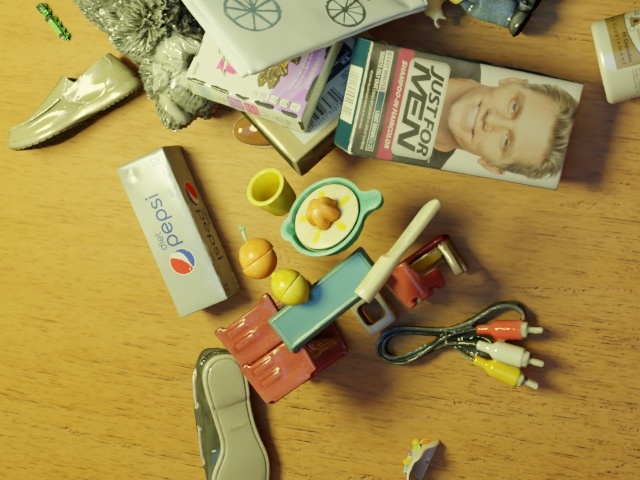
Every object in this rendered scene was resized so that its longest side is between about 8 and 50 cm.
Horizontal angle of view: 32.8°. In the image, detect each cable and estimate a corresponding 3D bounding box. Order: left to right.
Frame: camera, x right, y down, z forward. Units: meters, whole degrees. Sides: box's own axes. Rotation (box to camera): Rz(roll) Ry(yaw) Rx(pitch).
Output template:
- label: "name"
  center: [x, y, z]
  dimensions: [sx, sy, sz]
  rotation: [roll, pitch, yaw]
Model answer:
- label: "cable"
  center: [0.232, 0.162, 1.816]
  dimensions: [0.287, 0.072, 0.139]
  rotation: [6, 94, 14]

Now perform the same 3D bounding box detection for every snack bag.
- label: "snack bag"
  center: [-0.055, -0.410, 1.676]
  dimensions: [0.323, 0.343, 0.037]
  rotation: [52, 152, 24]

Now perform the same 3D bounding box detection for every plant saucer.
- label: "plant saucer"
  center: [0.008, 0.093, 1.693]
  dimensions: [0.192, 0.018, 0.067]
  rotation: [-39, 83, 9]

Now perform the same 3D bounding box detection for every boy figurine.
- label: "boy figurine"
  center: [0.210, -0.426, 1.721]
  dimensions: [0.285, 0.092, 0.177]
  rotation: [31, 104, 9]

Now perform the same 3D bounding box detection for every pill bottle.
- label: "pill bottle"
  center: [0.534, -0.295, 1.636]
  dimensions: [0.229, 0.131, 0.131]
  rotation: [-13, 95, 16]

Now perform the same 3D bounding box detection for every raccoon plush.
- label: "raccoon plush"
  center: [-0.330, -0.356, 1.860]
  dimensions: [0.446, 0.216, 0.299]
  rotation: [15, 116, 36]

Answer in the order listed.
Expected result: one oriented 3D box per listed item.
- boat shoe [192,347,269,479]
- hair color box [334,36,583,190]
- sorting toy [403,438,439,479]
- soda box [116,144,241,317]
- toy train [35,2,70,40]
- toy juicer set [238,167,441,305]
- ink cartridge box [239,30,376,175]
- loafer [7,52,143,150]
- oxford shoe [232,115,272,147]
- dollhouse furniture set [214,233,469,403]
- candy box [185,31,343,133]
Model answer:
- label: "boat shoe"
  center: [-0.164, 0.350, 1.949]
  dimensions: [0.112, 0.095, 0.335]
  rotation: [-10, 102, -20]
- label: "hair color box"
  center: [0.211, -0.195, 1.675]
  dimensions: [0.347, 0.105, 0.173]
  rotation: [8, 102, -15]
- label: "sorting toy"
  center: [0.164, 0.381, 1.865]
  dimensions: [0.045, 0.075, 0.083]
  rotation: [24, 103, 10]
- label: "soda box"
  center: [-0.246, -0.018, 1.901]
  dimensions: [0.098, 0.091, 0.286]
  rotation: [-23, 93, 15]
- label: "toy train"
  center: [-0.477, -0.389, 1.938]
  dimensions: [0.017, 0.024, 0.083]
  rotation: [-38, 87, 17]
- label: "toy juicer set"
  center: [0.000, 0.000, 1.662]
  dimensions: [0.329, 0.089, 0.209]
  rotation: [9, 70, 34]
- label: "ink cartridge box"
  center: [-0.011, -0.254, 1.755]
  dimensions: [0.235, 0.088, 0.193]
  rotation: [-43, 77, -3]
- label: "loafer"
  center: [-0.441, -0.242, 1.918]
  dimensions: [0.269, 0.102, 0.092]
  rotation: [-27, 90, 7]
- label: "oxford shoe"
  center: [-0.055, -0.197, 1.833]
  dimensions: [0.212, 0.076, 0.076]
  rotation: [-7, 98, 16]
- label: "dollhouse furniture set"
  center: [0.040, 0.096, 1.789]
  dimensions: [0.374, 0.201, 0.152]
  rotation: [-36, 84, 15]
- label: "candy box"
  center: [-0.086, -0.279, 1.686]
  dimensions: [0.196, 0.070, 0.164]
  rotation: [20, 79, 10]
